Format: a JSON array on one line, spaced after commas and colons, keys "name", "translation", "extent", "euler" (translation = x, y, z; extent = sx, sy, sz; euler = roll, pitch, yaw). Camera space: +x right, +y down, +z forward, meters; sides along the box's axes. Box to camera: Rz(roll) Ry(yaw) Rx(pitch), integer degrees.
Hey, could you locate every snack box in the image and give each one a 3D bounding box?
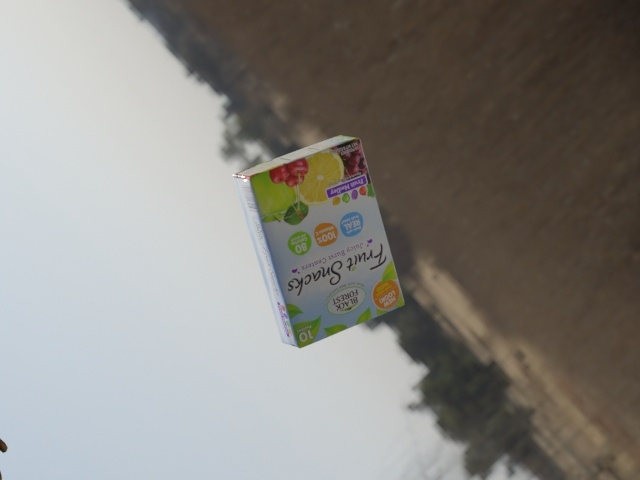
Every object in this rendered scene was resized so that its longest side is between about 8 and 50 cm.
[{"name": "snack box", "translation": [0.000, 0.000, 1.290], "extent": [0.037, 0.100, 0.141], "euler": [13, 121, 64]}]

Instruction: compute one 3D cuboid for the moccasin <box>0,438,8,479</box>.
[{"name": "moccasin", "translation": [-0.287, 0.181, 1.201], "extent": [0.380, 0.139, 0.147], "euler": [62, 178, -21]}]
